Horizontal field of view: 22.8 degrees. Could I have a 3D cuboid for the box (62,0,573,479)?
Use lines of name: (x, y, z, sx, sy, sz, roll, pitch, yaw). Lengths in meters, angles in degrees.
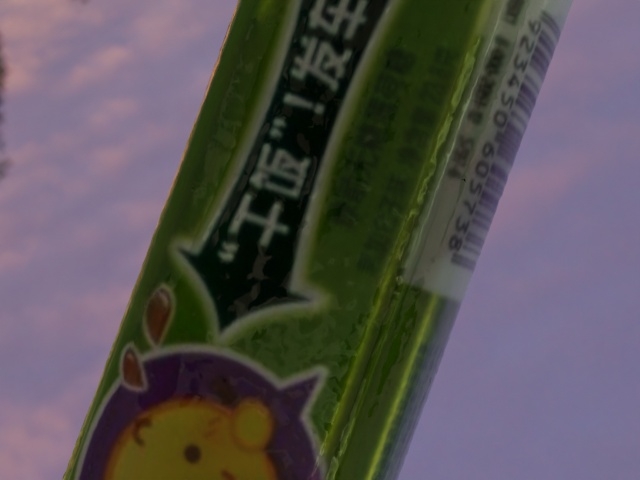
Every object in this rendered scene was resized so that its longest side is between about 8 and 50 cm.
box: (0.000, 0.000, 0.662, 0.134, 0.097, 0.346, 19, -90, 19)
